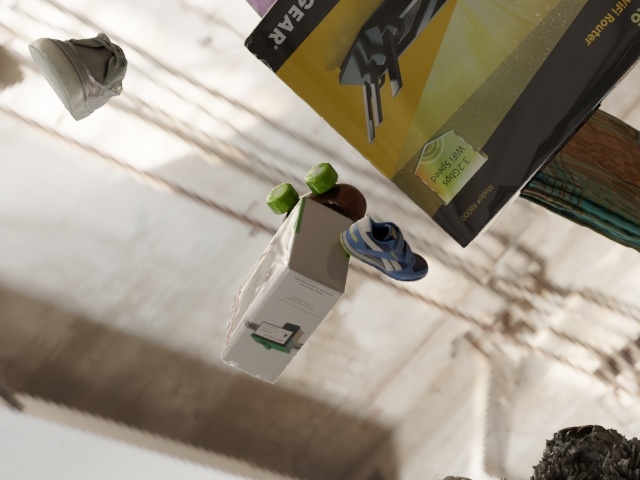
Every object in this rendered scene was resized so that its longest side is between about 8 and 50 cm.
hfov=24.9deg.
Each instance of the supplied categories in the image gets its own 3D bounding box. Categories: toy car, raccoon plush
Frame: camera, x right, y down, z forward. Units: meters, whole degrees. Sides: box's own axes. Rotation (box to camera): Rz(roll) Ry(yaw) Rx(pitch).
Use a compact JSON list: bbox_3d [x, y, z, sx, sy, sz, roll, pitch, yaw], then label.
[{"bbox_3d":[0.000,0.000,2.292,0.155,0.149,0.188,51,-154,-26],"label":"toy car"},{"bbox_3d":[0.330,0.381,1.679,0.446,0.216,0.299,18,-153,33],"label":"raccoon plush"}]

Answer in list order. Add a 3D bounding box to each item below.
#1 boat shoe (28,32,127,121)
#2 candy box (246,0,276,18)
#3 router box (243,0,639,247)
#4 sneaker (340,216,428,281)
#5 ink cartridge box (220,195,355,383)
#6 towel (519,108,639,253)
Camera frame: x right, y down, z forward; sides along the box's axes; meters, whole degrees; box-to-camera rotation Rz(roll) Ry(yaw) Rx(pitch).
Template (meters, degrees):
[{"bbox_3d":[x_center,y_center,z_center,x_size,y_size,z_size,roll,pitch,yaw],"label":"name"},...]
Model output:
[{"bbox_3d":[-0.236,-0.175,1.459,0.079,0.081,0.227,56,175,-1],"label":"boat shoe"},{"bbox_3d":[0.032,-0.297,1.571,0.233,0.071,0.159,-11,-141,-24],"label":"candy box"},{"bbox_3d":[0.128,-0.188,1.116,0.243,0.309,0.081,43,-160,7],"label":"router box"},{"bbox_3d":[0.099,0.012,2.014,0.144,0.059,0.053,24,-146,-28],"label":"sneaker"},{"bbox_3d":[-0.047,0.073,2.063,0.092,0.219,0.160,26,-140,-12],"label":"ink cartridge box"},{"bbox_3d":[0.239,-0.088,1.380,0.370,0.040,0.271,24,-152,-15],"label":"towel"}]
